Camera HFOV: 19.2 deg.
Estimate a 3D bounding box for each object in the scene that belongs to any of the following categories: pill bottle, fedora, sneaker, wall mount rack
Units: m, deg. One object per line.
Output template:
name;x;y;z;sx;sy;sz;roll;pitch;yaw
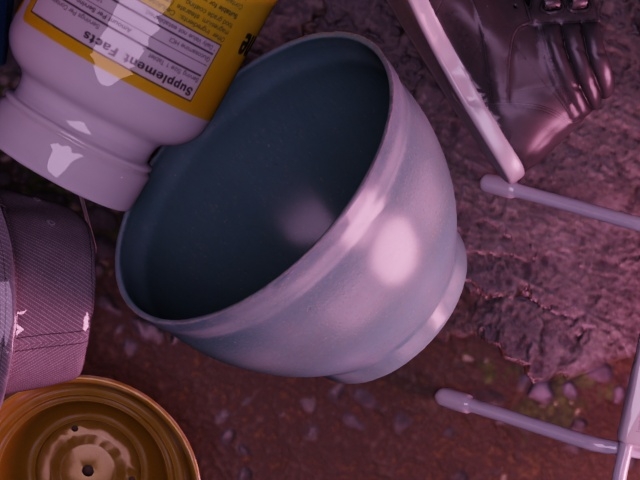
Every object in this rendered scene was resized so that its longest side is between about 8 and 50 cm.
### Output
pill bottle;-0.142;-0.202;1.580;0.188;0.188;0.334;29;96;-5
fedora;-0.268;0.036;1.611;0.124;0.275;0.244;-2;108;-27
sneaker;0.147;-0.210;1.635;0.147;0.104;0.296;-32;100;-2
wall mount rack;0.276;0.080;1.668;0.304;0.130;0.350;10;98;-6

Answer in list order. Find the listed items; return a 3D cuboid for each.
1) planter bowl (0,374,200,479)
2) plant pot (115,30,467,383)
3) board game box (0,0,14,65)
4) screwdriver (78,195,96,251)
planter bowl;-0.213;0.217;1.693;0.217;0.090;0.217;0;99;-1
plant pot;0.000;0.000;1.589;0.293;0.293;0.196;-43;123;5
board game box;-0.284;-0.296;1.541;0.064;0.242;0.317;9;99;-2
screwdriver;-0.219;-0.071;1.689;0.025;0.024;0.170;-25;106;-26
